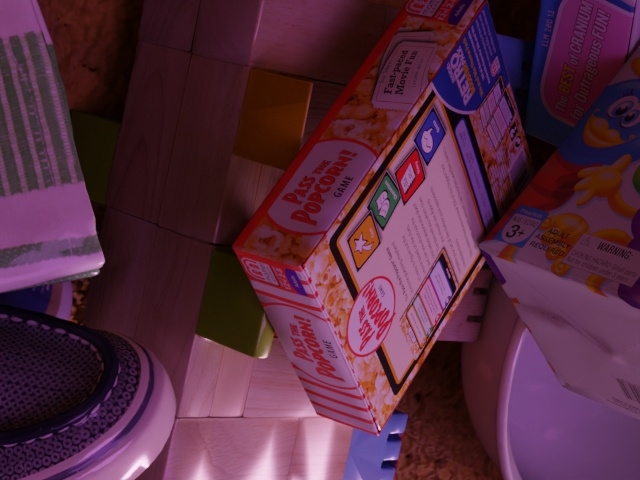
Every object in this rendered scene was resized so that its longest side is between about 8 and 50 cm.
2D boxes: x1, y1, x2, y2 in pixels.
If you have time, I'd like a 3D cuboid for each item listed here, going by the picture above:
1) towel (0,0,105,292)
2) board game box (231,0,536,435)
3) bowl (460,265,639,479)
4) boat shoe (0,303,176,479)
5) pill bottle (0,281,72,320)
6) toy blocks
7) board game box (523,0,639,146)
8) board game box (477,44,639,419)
[{"bbox_3d":[-0.248,-0.117,0.792,0.248,0.038,0.324,-13,82,-26],"label":"towel"},{"bbox_3d":[0.042,-0.017,0.914,0.193,0.045,0.146,-55,144,-28],"label":"board game box"},{"bbox_3d":[0.199,0.055,1.177,0.298,0.134,0.297,-14,116,-31],"label":"bowl"},{"bbox_3d":[-0.250,0.056,0.821,0.341,0.127,0.158,-5,135,11],"label":"boat shoe"},{"bbox_3d":[-0.226,0.012,0.936,0.169,0.094,0.094,37,90,-36],"label":"pill bottle"},{"bbox_3d":[0.000,0.000,1.033,0.261,0.191,0.381,6,99,-46],"label":"toy blocks"},{"bbox_3d":[0.232,-0.231,1.042,0.242,0.064,0.316,-30,134,-42],"label":"board game box"},{"bbox_3d":[0.244,-0.037,0.981,0.275,0.144,0.142,-50,132,-18],"label":"board game box"}]
